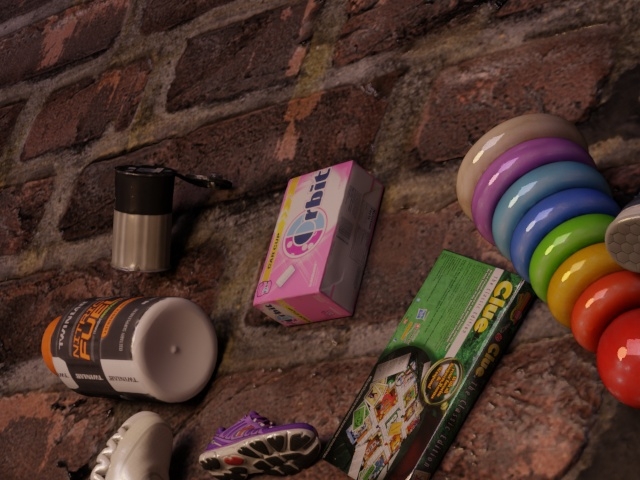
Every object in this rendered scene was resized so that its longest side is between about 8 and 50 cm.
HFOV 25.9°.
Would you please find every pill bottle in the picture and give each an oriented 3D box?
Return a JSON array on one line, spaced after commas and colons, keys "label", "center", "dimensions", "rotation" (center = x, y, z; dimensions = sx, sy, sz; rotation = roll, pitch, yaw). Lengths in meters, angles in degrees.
[{"label": "pill bottle", "center": [-0.251, 0.135, 1.746], "dimensions": [0.246, 0.130, 0.130], "rotation": [-4, 58, 48]}]

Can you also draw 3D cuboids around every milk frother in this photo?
[{"label": "milk frother", "center": [-0.201, -0.030, 1.869], "dimensions": [0.143, 0.129, 0.134], "rotation": [9, 103, 21]}]

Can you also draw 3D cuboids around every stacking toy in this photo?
[{"label": "stacking toy", "center": [0.247, 0.029, 1.293], "dimensions": [0.141, 0.141, 0.330], "rotation": [-41, 44, 16]}]

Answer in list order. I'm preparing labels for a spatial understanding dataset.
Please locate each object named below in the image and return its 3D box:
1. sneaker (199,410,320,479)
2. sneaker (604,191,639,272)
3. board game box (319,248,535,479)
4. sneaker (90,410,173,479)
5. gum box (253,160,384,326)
[{"label": "sneaker", "center": [-0.068, 0.216, 1.528], "dimensions": [0.170, 0.068, 0.071], "rotation": [-15, 44, 42]}, {"label": "sneaker", "center": [0.378, -0.037, 1.198], "dimensions": [0.226, 0.086, 0.163], "rotation": [5, 33, 32]}, {"label": "board game box", "center": [0.110, 0.137, 1.424], "dimensions": [0.136, 0.030, 0.259], "rotation": [21, 78, 56]}, {"label": "sneaker", "center": [-0.205, 0.333, 1.566], "dimensions": [0.118, 0.110, 0.292], "rotation": [-4, 59, 30]}, {"label": "gum box", "center": [0.000, 0.000, 1.635], "dimensions": [0.107, 0.062, 0.188], "rotation": [-13, 52, 42]}]
